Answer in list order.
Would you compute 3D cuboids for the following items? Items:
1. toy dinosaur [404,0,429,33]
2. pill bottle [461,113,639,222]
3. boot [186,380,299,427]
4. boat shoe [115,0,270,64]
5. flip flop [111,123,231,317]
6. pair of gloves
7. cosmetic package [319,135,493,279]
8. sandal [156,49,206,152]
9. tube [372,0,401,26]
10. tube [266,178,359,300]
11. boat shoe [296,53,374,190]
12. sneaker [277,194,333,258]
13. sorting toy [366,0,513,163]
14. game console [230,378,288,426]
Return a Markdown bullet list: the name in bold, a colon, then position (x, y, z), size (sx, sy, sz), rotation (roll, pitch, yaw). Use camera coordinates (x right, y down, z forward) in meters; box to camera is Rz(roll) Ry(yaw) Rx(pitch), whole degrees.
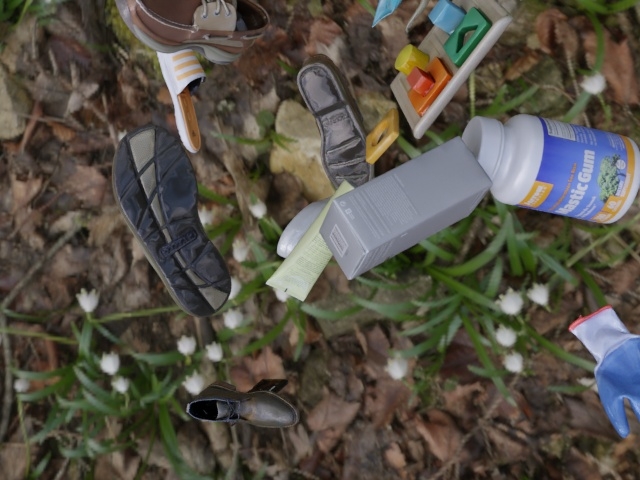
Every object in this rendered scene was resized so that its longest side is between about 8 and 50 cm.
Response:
- **toy dinosaur**: position (0.186, -0.485, 1.412), size (0.064, 0.268, 0.118), rotation (15, 162, 19)
- **pill bottle**: position (0.373, -0.124, 1.418), size (0.272, 0.152, 0.152), rotation (10, 117, -11)
- **boot**: position (-0.157, 0.342, 1.693), size (0.219, 0.106, 0.082), rotation (8, 102, 26)
- **boat shoe**: position (-0.187, -0.355, 1.301), size (0.116, 0.324, 0.123), rotation (-23, 86, 25)
- **flip flop**: position (-0.205, -0.023, 1.162), size (0.112, 0.080, 0.277), rotation (-31, 114, -19)
- **pair of gloves**: position (0.354, 0.104, 0.830), size (0.198, 0.159, 0.023), rotation (-34, 160, 7)
- **cosmetic package**: position (0.127, -0.049, 1.289), size (0.238, 0.107, 0.127), rotation (-25, 164, -17)
- **sandal**: position (-0.267, -0.317, 1.764), size (0.076, 0.102, 0.265), rotation (-12, 101, 12)
- **tube**: position (0.131, -0.415, 1.261), size (0.052, 0.080, 0.207), rotation (24, 84, -9)
- **tube**: position (0.000, 0.000, 1.560), size (0.070, 0.062, 0.240), rotation (36, 101, 7)
- **boat shoe**: position (0.046, -0.238, 1.762), size (0.111, 0.104, 0.307), rotation (-10, 115, 16)
- **sneaker**: position (0.051, -0.014, 1.910), size (0.293, 0.169, 0.108), rotation (-34, 148, -41)
- **sorting toy**: position (0.148, -0.240, 1.081), size (0.047, 0.196, 0.347), rotation (29, 114, -19)
- **game console**: position (-0.138, 0.370, 1.948), size (0.107, 0.122, 0.071), rotation (-5, 104, 28)
